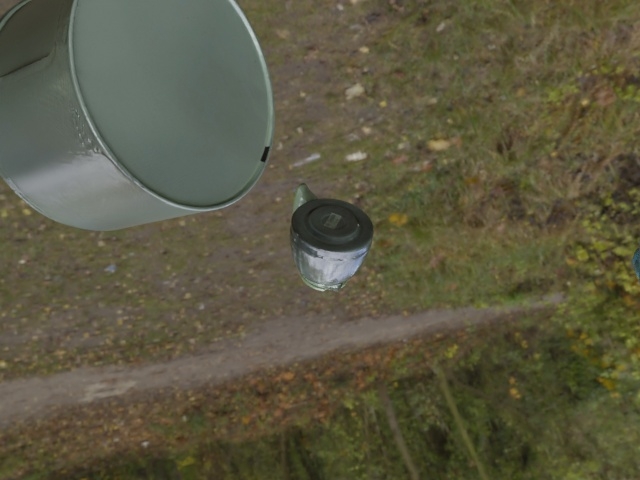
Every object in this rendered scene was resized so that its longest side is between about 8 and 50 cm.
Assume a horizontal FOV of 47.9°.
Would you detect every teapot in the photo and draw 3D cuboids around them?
[{"bbox_3d":[0.009,0.002,0.824,0.092,0.124,0.090,8,130,-3],"label":"teapot"}]

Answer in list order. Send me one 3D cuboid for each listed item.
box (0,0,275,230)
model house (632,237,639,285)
[{"bbox_3d":[-0.170,-0.127,0.647,0.149,0.226,0.226,-9,167,36],"label":"box"},{"bbox_3d":[0.452,0.010,0.672,0.226,0.241,0.261,10,128,9],"label":"model house"}]
